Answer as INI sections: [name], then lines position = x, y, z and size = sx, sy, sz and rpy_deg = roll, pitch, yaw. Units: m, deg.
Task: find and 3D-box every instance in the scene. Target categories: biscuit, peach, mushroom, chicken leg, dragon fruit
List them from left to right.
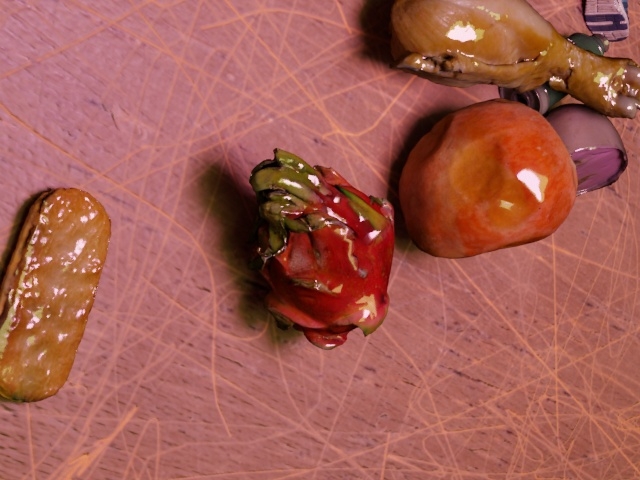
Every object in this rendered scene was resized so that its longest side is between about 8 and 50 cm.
[biscuit]
position = -0.305, 0.061, 1.591
size = 0.118, 0.029, 0.247
rpy_deg = 22, 83, -46
[dragon fruit]
position = -0.017, 0.014, 1.735
size = 0.269, 0.198, 0.200
rpy_deg = 28, 106, -38
[peach]
position = 0.215, -0.071, 1.892
size = 0.235, 0.214, 0.214
rpy_deg = -31, 122, 6
[chicken leg]
position = 0.272, -0.242, 1.881
size = 0.429, 0.201, 0.152
rpy_deg = 16, 110, -25
[mushroom]
position = 0.364, -0.134, 2.045
size = 0.188, 0.141, 0.117
rpy_deg = 39, 43, -62

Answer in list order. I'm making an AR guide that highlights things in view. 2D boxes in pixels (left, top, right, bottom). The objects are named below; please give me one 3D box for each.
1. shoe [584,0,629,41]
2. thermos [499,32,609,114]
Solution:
[shoe]
position = 0.424, -0.359, 2.097
size = 0.071, 0.064, 0.143
rpy_deg = -49, 132, -44
[thermos]
position = 0.346, -0.238, 2.041
size = 0.188, 0.073, 0.083
rpy_deg = -35, 116, -30
